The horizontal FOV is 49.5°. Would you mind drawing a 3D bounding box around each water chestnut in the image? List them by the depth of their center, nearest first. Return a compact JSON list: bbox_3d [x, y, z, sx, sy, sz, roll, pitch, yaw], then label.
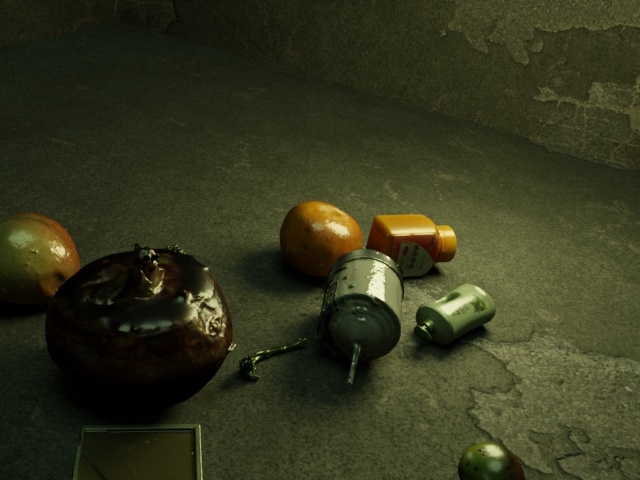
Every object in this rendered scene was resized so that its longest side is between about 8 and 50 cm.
[{"bbox_3d":[-0.325,0.134,1.292,0.350,0.302,0.350,4,30,-2],"label":"water chestnut"}]

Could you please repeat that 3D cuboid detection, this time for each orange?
[{"bbox_3d":[0.000,0.000,1.778,0.224,0.170,0.224,24,23,-10],"label":"orange"}]

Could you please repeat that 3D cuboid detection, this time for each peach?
[{"bbox_3d":[-0.617,0.054,1.481,0.232,0.233,0.232,8,29,-5],"label":"peach"}]

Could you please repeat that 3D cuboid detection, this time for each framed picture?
[{"bbox_3d":[-0.294,0.405,1.113,0.211,0.020,0.290,3,30,-14],"label":"framed picture"}]

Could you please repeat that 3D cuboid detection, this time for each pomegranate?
[{"bbox_3d":[0.292,0.416,1.203,0.130,0.130,0.130,8,29,-5],"label":"pomegranate"}]

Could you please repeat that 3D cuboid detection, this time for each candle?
[{"bbox_3d":[0.088,0.165,1.503,0.187,0.188,0.330,12,30,2],"label":"candle"}]

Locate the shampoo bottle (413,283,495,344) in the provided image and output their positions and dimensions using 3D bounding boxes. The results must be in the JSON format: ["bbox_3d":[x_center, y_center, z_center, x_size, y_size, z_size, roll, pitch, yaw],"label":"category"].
[{"bbox_3d":[0.304,0.180,1.641,0.234,0.087,0.118,-18,43,-41],"label":"shampoo bottle"}]

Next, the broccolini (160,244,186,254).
[{"bbox_3d":[-0.373,0.091,1.631,0.091,0.068,0.203,2,43,11],"label":"broccolini"}]

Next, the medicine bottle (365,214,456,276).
[{"bbox_3d":[0.243,0.013,1.852,0.222,0.149,0.112,-3,32,-23],"label":"medicine bottle"}]

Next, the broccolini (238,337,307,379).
[{"bbox_3d":[-0.105,0.236,1.458,0.052,0.054,0.194,8,20,38],"label":"broccolini"}]
